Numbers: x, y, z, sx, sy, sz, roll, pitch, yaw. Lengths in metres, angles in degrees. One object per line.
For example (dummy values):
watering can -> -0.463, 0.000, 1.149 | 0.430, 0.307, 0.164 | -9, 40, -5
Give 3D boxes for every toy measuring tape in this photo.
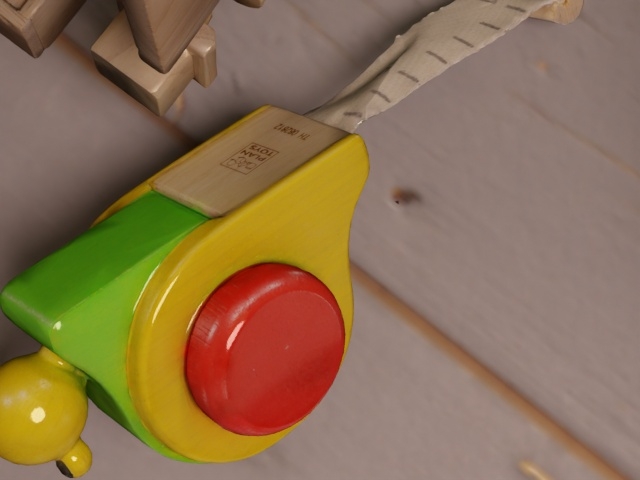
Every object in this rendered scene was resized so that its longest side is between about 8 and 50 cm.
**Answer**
toy measuring tape -> 0.000, 0.000, 0.558 | 0.330, 0.121, 0.121 | -36, 85, -26

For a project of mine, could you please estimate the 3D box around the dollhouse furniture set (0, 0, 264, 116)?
dollhouse furniture set -> -0.125, -0.220, 0.444 | 0.303, 0.355, 0.174 | 36, 80, 3
